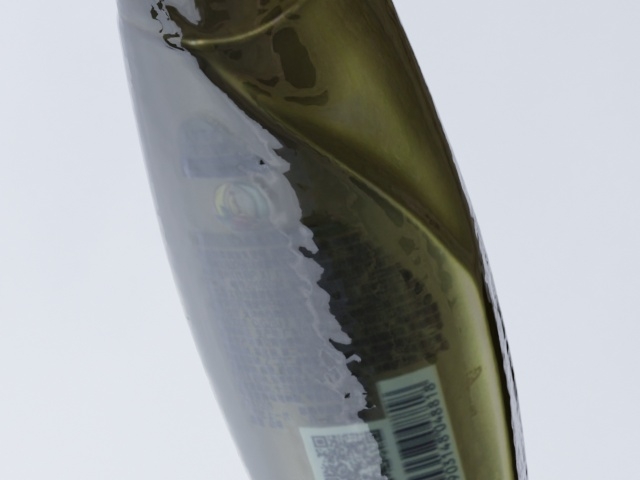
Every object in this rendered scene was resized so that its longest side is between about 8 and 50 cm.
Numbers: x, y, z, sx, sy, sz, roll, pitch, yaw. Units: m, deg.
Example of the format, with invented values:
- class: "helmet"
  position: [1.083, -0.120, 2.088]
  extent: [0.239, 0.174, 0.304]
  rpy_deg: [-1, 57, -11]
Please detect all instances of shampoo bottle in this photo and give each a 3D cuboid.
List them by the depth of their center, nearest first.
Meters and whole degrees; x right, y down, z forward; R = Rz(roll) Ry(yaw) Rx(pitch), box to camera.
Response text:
- class: "shampoo bottle"
  position: [0.000, 0.000, 0.780]
  extent: [0.084, 0.125, 0.350]
  rpy_deg: [-77, -27, -56]
